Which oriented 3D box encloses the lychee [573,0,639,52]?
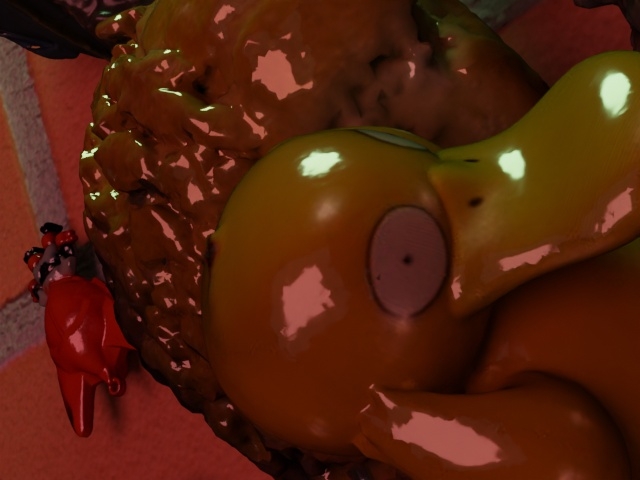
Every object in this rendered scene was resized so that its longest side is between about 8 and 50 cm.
[{"bbox_3d":[0.243,-0.143,0.579,0.300,0.300,0.300,-3,86,41],"label":"lychee"}]

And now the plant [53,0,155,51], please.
[{"bbox_3d":[-0.074,-0.170,0.907,0.131,0.203,0.142,40,103,29],"label":"plant"}]

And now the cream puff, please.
[{"bbox_3d":[0.000,0.000,0.741,0.231,0.343,0.327,-40,49,-9],"label":"cream puff"}]

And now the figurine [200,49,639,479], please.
[{"bbox_3d":[0.078,0.038,0.535,0.215,0.228,0.215,-26,37,22],"label":"figurine"}]

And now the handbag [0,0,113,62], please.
[{"bbox_3d":[-0.228,-0.260,1.001,0.241,0.263,0.222,21,84,38],"label":"handbag"}]

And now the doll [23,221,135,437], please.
[{"bbox_3d":[-0.193,0.058,1.087,0.109,0.057,0.169,-51,58,24],"label":"doll"}]
